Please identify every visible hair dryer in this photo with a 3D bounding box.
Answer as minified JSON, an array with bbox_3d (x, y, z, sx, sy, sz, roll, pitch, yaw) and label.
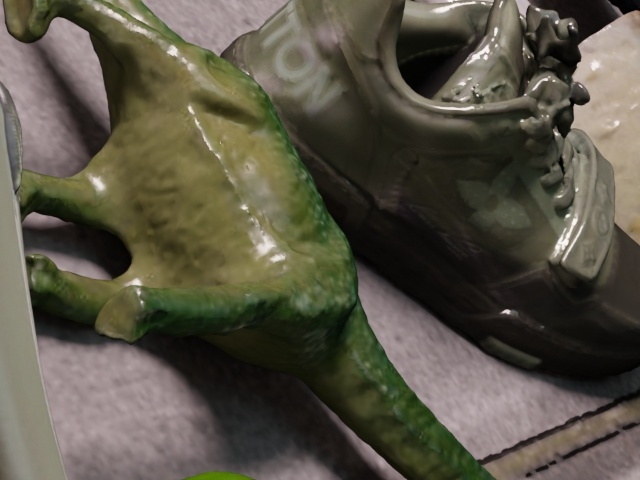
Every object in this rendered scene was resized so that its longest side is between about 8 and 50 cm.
[{"bbox_3d":[-0.136,0.002,0.533,0.225,0.088,0.219,-117,-175,-86],"label":"hair dryer"}]

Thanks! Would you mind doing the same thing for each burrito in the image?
[{"bbox_3d":[0.243,0.003,0.972,0.299,0.105,0.143,49,30,5],"label":"burrito"}]

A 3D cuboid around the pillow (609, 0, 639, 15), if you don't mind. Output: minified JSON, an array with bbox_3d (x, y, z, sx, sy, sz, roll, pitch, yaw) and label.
[{"bbox_3d":[0.230,-0.132,1.069,0.255,0.034,0.189,52,5,24],"label":"pillow"}]

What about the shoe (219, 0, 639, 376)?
[{"bbox_3d":[0.095,-0.042,0.816,0.293,0.149,0.109,29,37,-23],"label":"shoe"}]

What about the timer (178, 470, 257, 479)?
[{"bbox_3d":[-0.031,0.150,0.573,0.128,0.047,0.140,-9,62,-53],"label":"timer"}]

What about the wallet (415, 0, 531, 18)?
[{"bbox_3d":[0.080,-0.167,1.028,0.095,0.033,0.190,-15,67,-51],"label":"wallet"}]

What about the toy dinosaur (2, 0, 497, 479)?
[{"bbox_3d":[0.000,0.000,0.726,0.301,0.087,0.447,8,56,-42],"label":"toy dinosaur"}]
